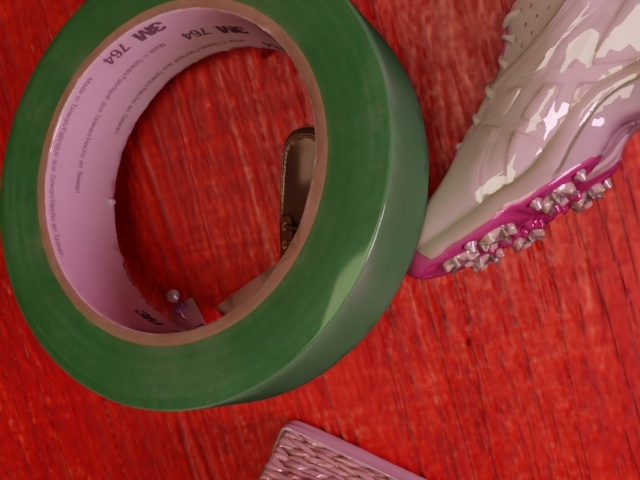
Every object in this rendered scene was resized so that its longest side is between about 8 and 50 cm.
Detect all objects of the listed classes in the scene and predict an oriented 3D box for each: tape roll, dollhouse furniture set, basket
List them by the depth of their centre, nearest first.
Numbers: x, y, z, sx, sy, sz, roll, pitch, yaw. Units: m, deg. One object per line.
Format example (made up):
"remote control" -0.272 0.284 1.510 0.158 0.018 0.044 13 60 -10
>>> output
"tape roll" -0.087 -0.044 0.501 0.321 0.077 0.321 -4 81 25
"basket" 0.017 0.240 0.557 0.167 0.103 0.113 22 105 11
"dollhouse furniture set" -0.074 0.058 0.603 0.114 0.091 0.081 -36 46 -3

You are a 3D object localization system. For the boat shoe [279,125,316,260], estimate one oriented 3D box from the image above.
"boat shoe" 0.000 0.000 0.544 0.064 0.060 0.177 -4 98 17

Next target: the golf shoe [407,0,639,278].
"golf shoe" 0.158 -0.097 0.471 0.306 0.115 0.140 -41 70 17
